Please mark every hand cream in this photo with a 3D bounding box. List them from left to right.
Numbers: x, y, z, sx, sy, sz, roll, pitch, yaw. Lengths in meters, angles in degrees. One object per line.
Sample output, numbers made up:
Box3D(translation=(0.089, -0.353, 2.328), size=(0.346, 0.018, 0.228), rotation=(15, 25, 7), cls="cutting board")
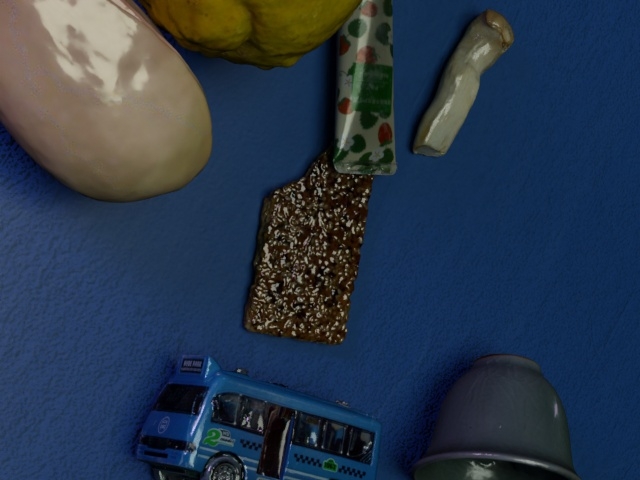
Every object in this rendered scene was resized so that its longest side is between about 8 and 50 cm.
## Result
Box3D(translation=(0.049, -0.211, 1.486), size=(0.095, 0.059, 0.276), rotation=(-1, 90, -39), cls="hand cream")

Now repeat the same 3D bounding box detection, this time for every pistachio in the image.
Box3D(translation=(-0.221, -0.162, 1.242), size=(0.187, 0.187, 0.299), rotation=(-51, 119, -21), cls="pistachio")

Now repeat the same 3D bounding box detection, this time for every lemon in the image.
Box3D(translation=(-0.057, -0.329, 1.296), size=(0.285, 0.285, 0.316), rotation=(10, 95, -33), cls="lemon")

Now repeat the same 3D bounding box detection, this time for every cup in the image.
Box3D(translation=(0.211, 0.214, 1.549), size=(0.199, 0.199, 0.150), rotation=(26, 59, -31), cls="cup")

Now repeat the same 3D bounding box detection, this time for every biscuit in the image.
Box3D(translation=(-0.008, -0.007, 1.475), size=(0.131, 0.026, 0.236), rotation=(13, 85, -34), cls="biscuit")

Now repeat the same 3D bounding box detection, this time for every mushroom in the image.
Box3D(translation=(0.168, -0.183, 1.574), size=(0.059, 0.054, 0.202), rotation=(38, 76, -29), cls="mushroom")

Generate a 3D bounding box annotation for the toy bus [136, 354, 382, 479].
Box3D(translation=(-0.060, 0.212, 1.395), size=(0.246, 0.113, 0.134), rotation=(21, 75, -33), cls="toy bus")
